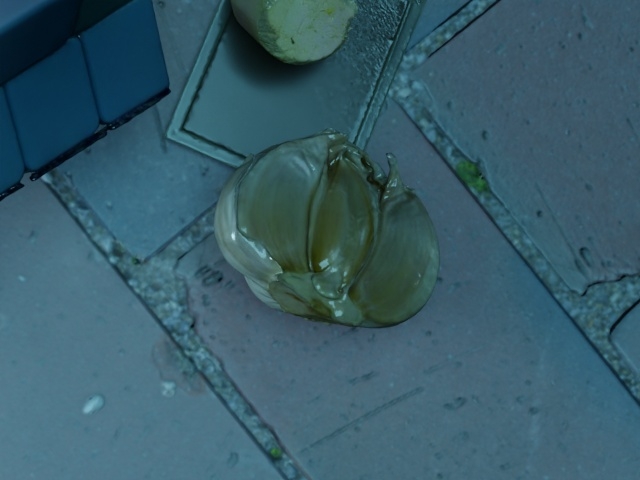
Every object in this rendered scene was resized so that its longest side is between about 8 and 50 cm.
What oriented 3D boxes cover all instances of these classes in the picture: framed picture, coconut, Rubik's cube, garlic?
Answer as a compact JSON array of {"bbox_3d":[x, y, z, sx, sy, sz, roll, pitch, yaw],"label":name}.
[{"bbox_3d":[-0.024,-0.178,1.993,0.197,0.014,0.252,23,79,-8],"label":"framed picture"},{"bbox_3d":[-0.027,-0.239,1.936,0.116,0.122,0.116,-11,124,-17],"label":"coconut"},{"bbox_3d":[-0.346,-0.214,1.746,0.368,0.358,0.387,43,53,14],"label":"Rubik's cube"},{"bbox_3d":[0.000,0.000,1.917,0.229,0.143,0.178,25,67,-14],"label":"garlic"}]
